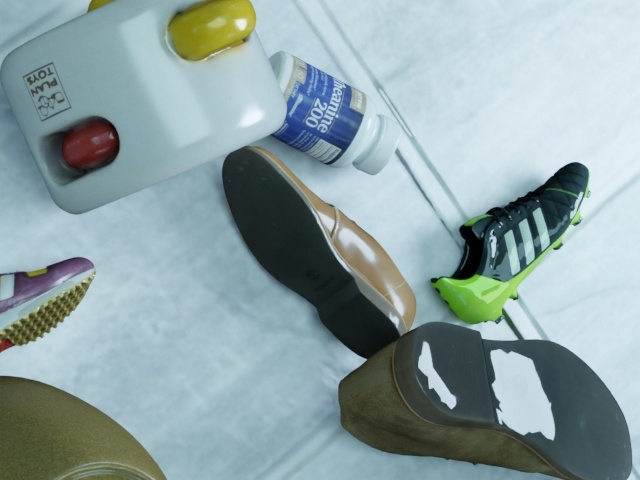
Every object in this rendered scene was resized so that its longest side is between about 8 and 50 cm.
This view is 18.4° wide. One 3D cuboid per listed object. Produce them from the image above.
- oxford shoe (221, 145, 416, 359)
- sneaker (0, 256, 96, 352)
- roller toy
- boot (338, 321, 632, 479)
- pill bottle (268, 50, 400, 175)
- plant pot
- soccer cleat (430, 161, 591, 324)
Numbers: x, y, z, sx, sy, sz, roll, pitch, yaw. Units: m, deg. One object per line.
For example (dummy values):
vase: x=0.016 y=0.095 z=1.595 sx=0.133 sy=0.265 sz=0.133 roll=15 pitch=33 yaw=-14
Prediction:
oxford shoe: x=0.000 y=0.000 z=1.615 sx=0.212 sy=0.076 sz=0.076 roll=50 pitch=41 yaw=-14
sneaker: x=-0.253 y=0.043 z=1.484 sx=0.185 sy=0.069 sz=0.084 roll=-31 pitch=73 yaw=-39
roller toy: x=-0.135 y=-0.117 z=1.481 sx=0.191 sy=0.209 sz=0.146 roll=-24 pitch=95 yaw=-4
boot: x=0.141 y=0.145 z=1.651 sx=0.305 sy=0.115 sz=0.112 roll=22 pitch=54 yaw=-39
pill bottle: x=0.003 y=-0.100 z=1.615 sx=0.120 sy=0.067 sz=0.067 roll=26 pitch=75 yaw=-21
plant pot: x=-0.192 y=0.212 z=1.396 sx=0.237 sy=0.254 sz=0.237 roll=2 pitch=85 yaw=-26
soccer cleat: x=0.165 y=-0.008 z=1.688 sx=0.072 sy=0.060 sz=0.179 roll=43 pitch=73 yaw=-14
